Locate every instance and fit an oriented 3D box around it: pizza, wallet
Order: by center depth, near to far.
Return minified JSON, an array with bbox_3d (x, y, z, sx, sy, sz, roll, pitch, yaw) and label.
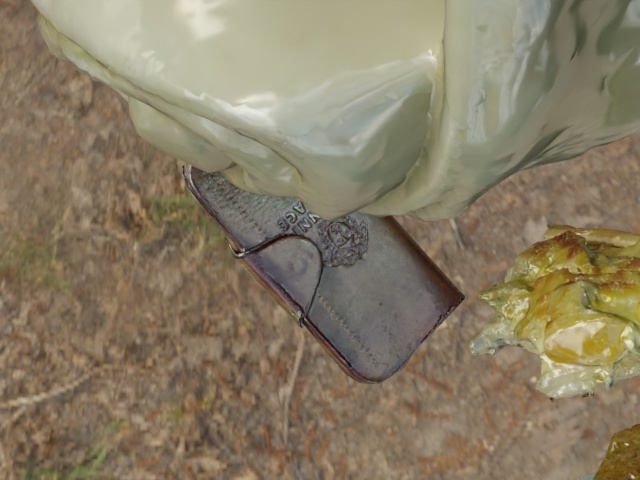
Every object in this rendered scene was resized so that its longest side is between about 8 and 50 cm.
[{"bbox_3d":[0.000,0.000,1.016,0.255,0.031,0.137,48,64,-5],"label":"wallet"},{"bbox_3d":[0.254,0.050,1.118,0.223,0.323,0.089,-25,110,-15],"label":"pizza"}]

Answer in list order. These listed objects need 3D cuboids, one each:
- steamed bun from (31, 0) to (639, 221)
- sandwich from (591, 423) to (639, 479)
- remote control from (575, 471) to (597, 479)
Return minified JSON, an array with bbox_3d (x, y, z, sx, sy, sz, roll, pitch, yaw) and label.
[{"bbox_3d":[-0.002,-0.149,0.439,0.368,0.342,0.255,33,107,-37],"label":"steamed bun"},{"bbox_3d":[0.167,0.302,0.750,0.099,0.301,0.271,19,127,22],"label":"sandwich"},{"bbox_3d":[0.189,0.209,0.901,0.124,0.018,0.053,-19,88,-12],"label":"remote control"}]
